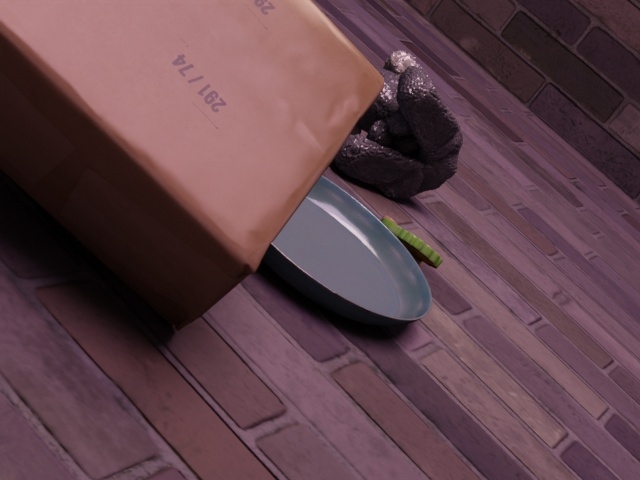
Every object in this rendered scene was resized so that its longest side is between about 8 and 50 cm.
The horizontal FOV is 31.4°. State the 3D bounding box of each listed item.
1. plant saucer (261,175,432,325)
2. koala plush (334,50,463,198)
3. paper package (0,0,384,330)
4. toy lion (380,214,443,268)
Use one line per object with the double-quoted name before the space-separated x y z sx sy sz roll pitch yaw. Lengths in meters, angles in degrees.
"plant saucer" 0.000 0.000 1.403 0.317 0.044 0.317 33 21 -14
"koala plush" 0.108 -0.194 1.811 0.203 0.196 0.221 35 17 -43
"paper package" -0.143 -0.145 1.066 0.325 0.168 0.309 43 51 -11
"toy lion" 0.122 0.004 1.557 0.100 0.034 0.096 38 -5 1
